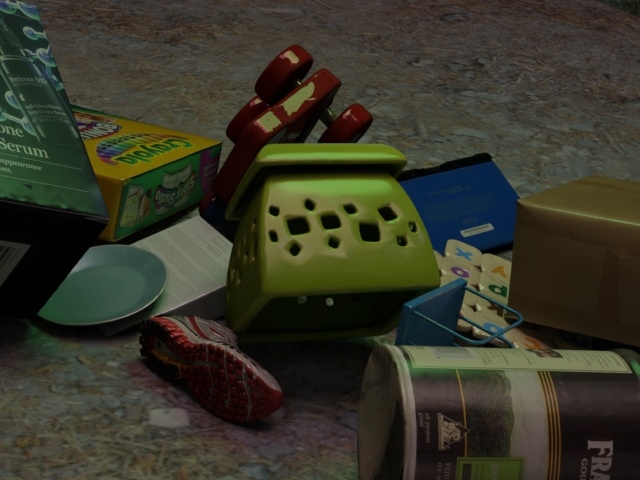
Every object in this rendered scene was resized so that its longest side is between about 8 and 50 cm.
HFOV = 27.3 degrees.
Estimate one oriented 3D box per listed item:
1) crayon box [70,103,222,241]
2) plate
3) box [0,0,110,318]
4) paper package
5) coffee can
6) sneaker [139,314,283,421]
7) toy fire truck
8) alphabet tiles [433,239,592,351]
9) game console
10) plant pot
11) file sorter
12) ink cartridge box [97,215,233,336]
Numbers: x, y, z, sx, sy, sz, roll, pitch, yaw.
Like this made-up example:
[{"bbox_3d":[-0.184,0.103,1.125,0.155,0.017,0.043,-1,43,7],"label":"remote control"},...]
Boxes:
[{"bbox_3d":[-0.365,-0.117,2.022,0.313,0.106,0.363,14,17,15],"label":"crayon box"},{"bbox_3d":[-0.293,0.065,1.748,0.188,0.024,0.188,-3,33,2],"label":"plate"},{"bbox_3d":[-0.481,-0.128,1.649,0.293,0.212,0.395,10,44,-42],"label":"box"},{"bbox_3d":[0.456,0.031,1.787,0.325,0.168,0.309,11,15,31],"label":"paper package"},{"bbox_3d":[0.194,0.211,1.388,0.275,0.201,0.201,2,24,-11],"label":"coffee can"},{"bbox_3d":[-0.120,0.141,1.589,0.092,0.088,0.225,-13,31,-42],"label":"sneaker"},{"bbox_3d":[-0.082,-0.136,2.008,0.169,0.302,0.254,45,50,5],"label":"toy fire truck"},{"bbox_3d":[0.243,0.083,1.842,0.284,0.021,0.278,22,23,0],"label":"alphabet tiles"},{"bbox_3d":[0.163,-0.039,2.157,0.293,0.173,0.250,-14,63,-39],"label":"game console"},{"bbox_3d":[0.000,0.000,1.649,0.228,0.227,0.207,-1,70,-17],"label":"plant pot"},{"bbox_3d":[0.154,0.153,1.550,0.104,0.170,0.118,29,31,32],"label":"file sorter"},{"bbox_3d":[-0.220,0.061,1.811,0.232,0.066,0.189,-28,37,-20],"label":"ink cartridge box"}]
